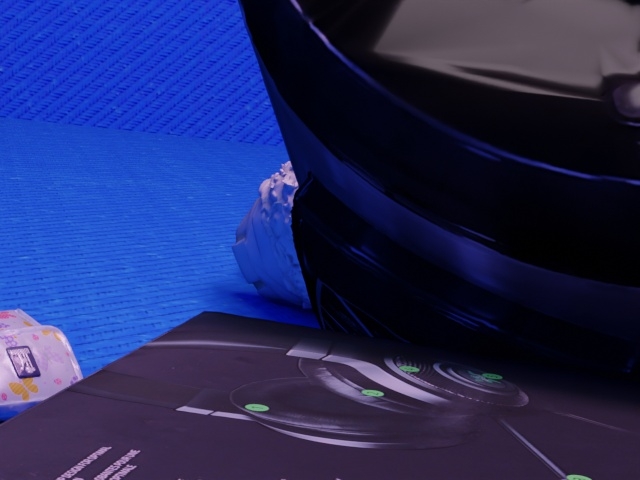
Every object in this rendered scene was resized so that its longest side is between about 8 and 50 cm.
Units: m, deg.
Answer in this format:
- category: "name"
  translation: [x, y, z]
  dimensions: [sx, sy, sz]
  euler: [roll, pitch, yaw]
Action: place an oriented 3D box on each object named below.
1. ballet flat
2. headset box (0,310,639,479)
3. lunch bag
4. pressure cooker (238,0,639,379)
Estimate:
- category: "ballet flat"
  translation: [0.000, 0.000, 1.261]
  dimensions: [0.147, 0.147, 0.409]
  euler: [9, 6, 8]
- category: "headset box"
  translation: [0.039, 0.117, 0.395]
  dimensions: [0.283, 0.131, 0.246]
  euler: [9, 9, 11]
- category: "lunch bag"
  translation: [-0.172, 0.069, 0.802]
  dimensions: [0.071, 0.053, 0.083]
  euler: [-2, 22, -41]
- category: "pressure cooker"
  translation: [0.171, -0.055, 0.688]
  dimensions: [0.375, 0.370, 0.420]
  euler: [-11, -30, 5]
